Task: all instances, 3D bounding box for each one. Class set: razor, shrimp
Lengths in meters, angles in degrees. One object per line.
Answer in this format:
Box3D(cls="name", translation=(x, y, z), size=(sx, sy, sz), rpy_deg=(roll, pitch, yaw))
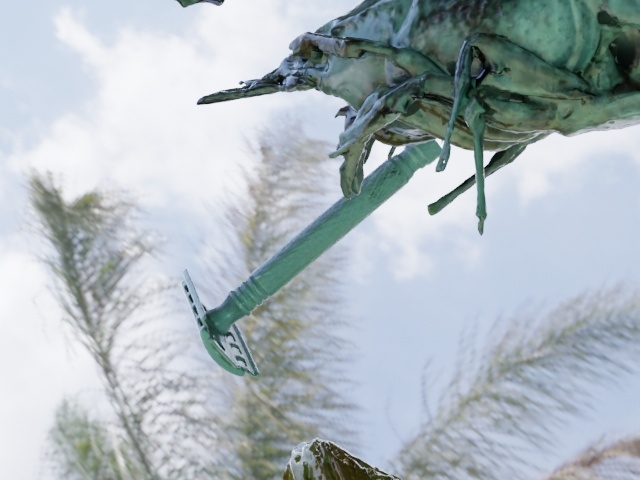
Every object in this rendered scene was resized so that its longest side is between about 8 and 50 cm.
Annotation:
Box3D(cls="razor", translation=(0.000, 0.000, 0.946), size=(0.232, 0.106, 0.068), rpy_deg=(-39, -66, 1))
Box3D(cls="shrimp", translation=(0.078, -0.090, 0.734), size=(0.137, 0.372, 0.172), rpy_deg=(62, -149, -17))

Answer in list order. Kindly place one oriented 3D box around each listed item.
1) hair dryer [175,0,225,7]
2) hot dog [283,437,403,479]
Box3D(cls="hair dryer", translation=(0.027, -0.233, 0.724), size=(0.244, 0.116, 0.302), rpy_deg=(39, -101, -33))
Box3D(cls="hot dog", translation=(0.077, 0.259, 1.003), size=(0.175, 0.259, 0.114), rpy_deg=(74, -140, -76))
